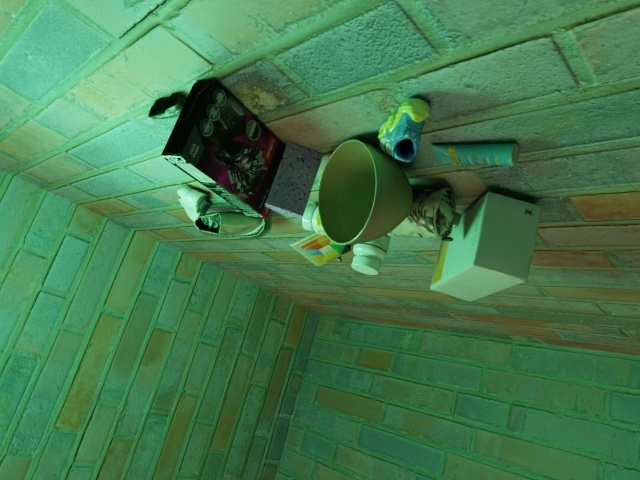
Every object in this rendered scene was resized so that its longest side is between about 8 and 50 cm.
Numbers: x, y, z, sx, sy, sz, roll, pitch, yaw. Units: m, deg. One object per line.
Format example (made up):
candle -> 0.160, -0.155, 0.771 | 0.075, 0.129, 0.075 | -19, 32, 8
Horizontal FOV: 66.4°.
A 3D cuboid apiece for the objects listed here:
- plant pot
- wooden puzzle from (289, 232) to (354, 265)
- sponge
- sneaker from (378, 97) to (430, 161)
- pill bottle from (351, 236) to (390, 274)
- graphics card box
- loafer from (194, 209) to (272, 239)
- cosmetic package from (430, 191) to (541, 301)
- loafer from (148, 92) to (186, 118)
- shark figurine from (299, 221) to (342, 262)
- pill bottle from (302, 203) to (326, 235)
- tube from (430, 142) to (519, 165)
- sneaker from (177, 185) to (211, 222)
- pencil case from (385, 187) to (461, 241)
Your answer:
plant pot -> 0.145, -0.124, 1.371 | 0.190, 0.285, 0.284 | 4, 171, -31
wooden puzzle -> 0.023, 0.030, 2.061 | 0.238, 0.044, 0.221 | -22, 144, 22
sponge -> -0.077, -0.179, 1.449 | 0.117, 0.210, 0.031 | 20, 165, -9
sneaker -> 0.184, -0.234, 1.172 | 0.091, 0.126, 0.240 | 17, 163, -2
pill bottle -> 0.187, 0.003, 1.759 | 0.121, 0.221, 0.121 | 15, 163, 5
graphics card box -> -0.244, -0.240, 1.374 | 0.094, 0.233, 0.371 | 9, 161, 37
loafer -> -0.385, -0.064, 2.109 | 0.365, 0.134, 0.130 | -5, -179, 19
cosmetic package -> 0.499, 0.040, 1.541 | 0.161, 0.230, 0.453 | 17, 165, 2
loafer -> -0.441, -0.377, 1.425 | 0.170, 0.062, 0.061 | 3, 163, 41
shark figurine -> -0.006, 0.007, 2.150 | 0.166, 0.116, 0.278 | 9, 160, 28
pill bottle -> 0.045, -0.073, 1.827 | 0.208, 0.119, 0.119 | 10, 162, 20
tube -> 0.379, -0.213, 1.208 | 0.207, 0.052, 0.080 | 9, 152, 41
sneaker -> -0.566, -0.169, 2.174 | 0.129, 0.111, 0.297 | 35, 159, -2
pencil case -> 0.227, -0.081, 1.559 | 0.410, 0.160, 0.183 | 2, 155, 38
